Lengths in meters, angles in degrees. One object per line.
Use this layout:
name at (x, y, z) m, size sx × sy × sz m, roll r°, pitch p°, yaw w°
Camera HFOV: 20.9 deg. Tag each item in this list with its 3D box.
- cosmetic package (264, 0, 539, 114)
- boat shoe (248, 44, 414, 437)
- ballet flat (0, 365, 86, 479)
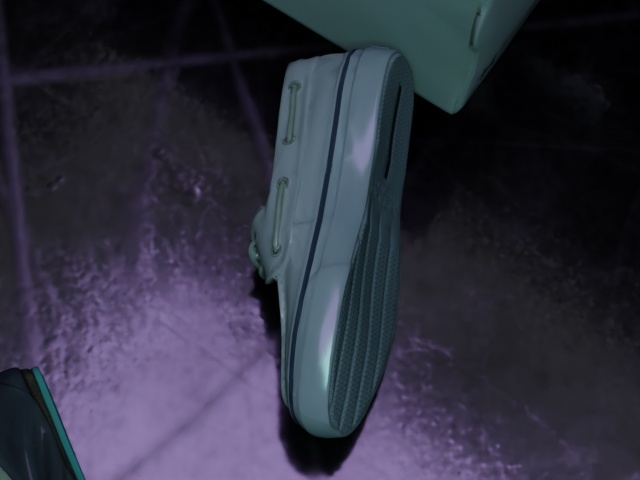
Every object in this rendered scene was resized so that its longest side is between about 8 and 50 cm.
cosmetic package at (-0.033, -0.261, 0.969) m, size 0.385 × 0.217 × 0.156 m, roll 32°, pitch 71°, yaw 8°
boat shoe at (0.000, 0.000, 0.950) m, size 0.076 × 0.083 × 0.226 m, roll 0°, pitch 62°, yaw 23°
ballet flat at (-0.132, 0.157, 0.877) m, size 0.074 × 0.074 × 0.203 m, roll -28°, pitch 66°, yaw -13°
